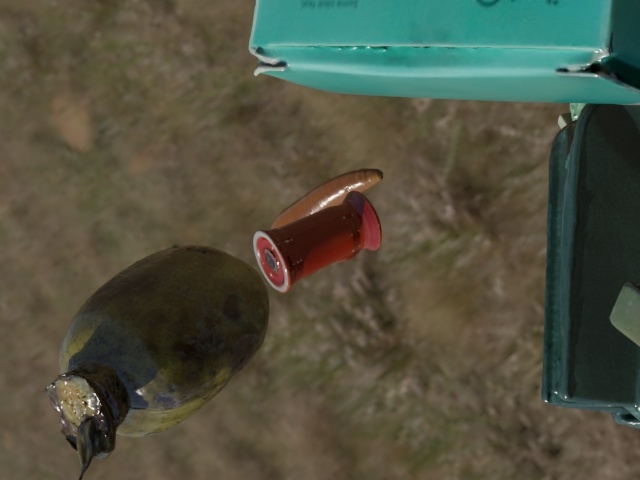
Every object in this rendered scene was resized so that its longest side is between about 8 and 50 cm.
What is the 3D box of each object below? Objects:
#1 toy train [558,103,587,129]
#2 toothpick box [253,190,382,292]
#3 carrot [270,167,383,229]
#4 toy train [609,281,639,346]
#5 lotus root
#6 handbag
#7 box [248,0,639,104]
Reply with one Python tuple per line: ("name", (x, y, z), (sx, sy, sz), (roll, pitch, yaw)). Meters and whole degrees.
("toy train", (0.337, -0.125, 1.692), (0.081, 0.194, 0.125), (-115, 21, -43))
("toothpick box", (0.000, 0.000, 1.123), (0.047, 0.083, 0.047), (47, 150, 38))
("carrot", (-0.001, -0.024, 1.279), (0.035, 0.035, 0.142), (54, 136, 1))
("toy train", (0.263, 0.022, 0.649), (0.300, 0.131, 0.202), (44, 121, 54))
("lotus root", (-0.153, 0.098, 1.431), (0.154, 0.278, 0.154), (19, 128, 26))
("handbag", (0.320, 0.024, 1.161), (0.089, 0.326, 0.238), (135, 141, -76))
("box", (0.094, -0.219, 0.758), (0.205, 0.118, 0.311), (5, 86, 42))
